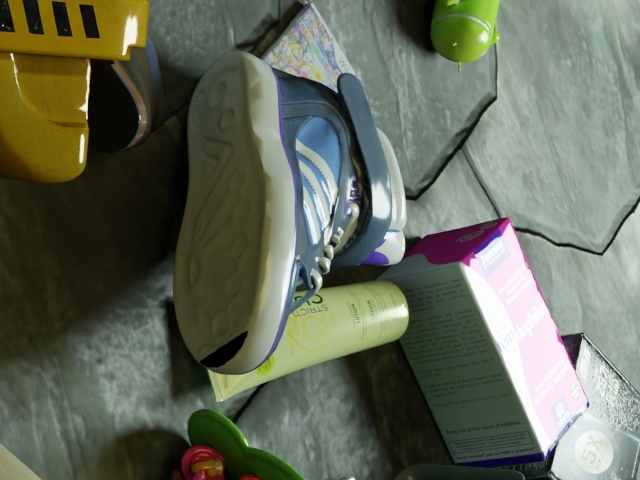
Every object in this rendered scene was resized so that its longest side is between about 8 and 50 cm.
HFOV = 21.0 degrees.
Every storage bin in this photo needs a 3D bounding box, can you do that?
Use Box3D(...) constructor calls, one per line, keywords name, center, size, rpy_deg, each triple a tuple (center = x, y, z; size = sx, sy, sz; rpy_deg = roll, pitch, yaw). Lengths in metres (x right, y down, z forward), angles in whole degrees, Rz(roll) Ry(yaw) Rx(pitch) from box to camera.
Box3D(name="storage bin", center=(0.134, 0.270, 1.627), size=(0.098, 0.135, 0.091), rpy_deg=(-45, 126, -46))

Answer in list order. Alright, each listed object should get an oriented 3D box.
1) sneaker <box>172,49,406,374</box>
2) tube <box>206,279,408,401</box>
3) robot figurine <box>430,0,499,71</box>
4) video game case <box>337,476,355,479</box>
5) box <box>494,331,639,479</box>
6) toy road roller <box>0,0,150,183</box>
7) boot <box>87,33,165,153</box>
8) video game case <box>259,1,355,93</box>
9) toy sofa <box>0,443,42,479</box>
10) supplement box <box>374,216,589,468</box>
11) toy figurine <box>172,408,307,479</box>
Box3D(name="sneaker", center=(0.000, 0.000, 1.501), size=(0.236, 0.130, 0.323), rpy_deg=(27, 45, -35))
Box3D(name="tube", center=(-0.019, 0.081, 1.547), size=(0.240, 0.070, 0.062), rpy_deg=(-8, 127, -45))
Box3D(name="robot figurine", center=(0.153, -0.238, 1.828), size=(0.101, 0.067, 0.115), rpy_deg=(63, 35, -54))
Box3D(name="video game case", center=(0.007, 0.309, 1.542), size=(0.143, 0.019, 0.157), rpy_deg=(-24, 99, -50))
Box3D(name="box", center=(0.268, 0.214, 1.834), size=(0.147, 0.077, 0.180), rpy_deg=(45, 49, -32))
Box3D(name="toy road roller", center=(-0.268, -0.164, 1.206), size=(0.329, 0.202, 0.241), rpy_deg=(-2, 98, -46))
Box3D(name="boot", center=(-0.196, -0.172, 1.413), size=(0.219, 0.082, 0.106), rpy_deg=(66, 14, 1))
Box3D(name="video game case", center=(-0.016, -0.161, 1.650), size=(0.087, 0.011, 0.122), rpy_deg=(57, 43, -22))
Box3D(name="toy sofa", center=(-0.258, 0.211, 1.151), size=(0.362, 0.150, 0.177), rpy_deg=(48, 46, -31))
Box3D(name="supplement box", center=(0.160, 0.104, 1.710), size=(0.111, 0.114, 0.220), rpy_deg=(-40, 109, -47))
Box3D(name="toy figurine", center=(-0.097, 0.244, 1.381), size=(0.159, 0.130, 0.173), rpy_deg=(-37, 86, -39))
